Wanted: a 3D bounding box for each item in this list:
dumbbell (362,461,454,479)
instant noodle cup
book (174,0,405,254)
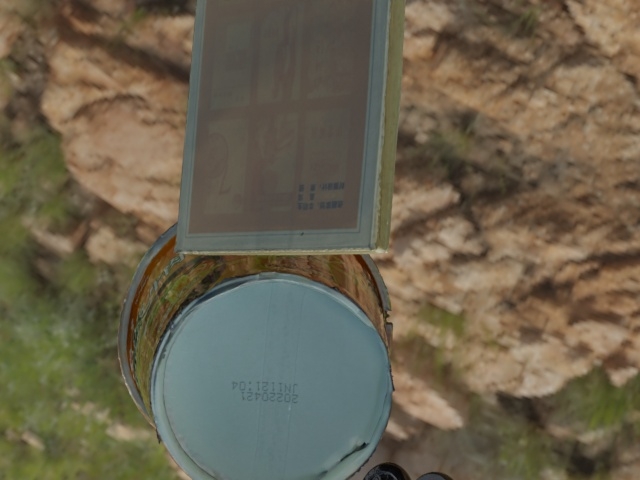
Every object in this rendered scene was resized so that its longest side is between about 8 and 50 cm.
[{"bbox_3d":[0.075,0.224,1.137,0.147,0.069,0.069,16,159,-38],"label":"dumbbell"},{"bbox_3d":[-0.044,0.092,1.037,0.230,0.230,0.182,36,-176,-10],"label":"instant noodle cup"},{"bbox_3d":[-0.019,-0.111,0.831,0.170,0.242,0.018,0,173,42],"label":"book"}]
